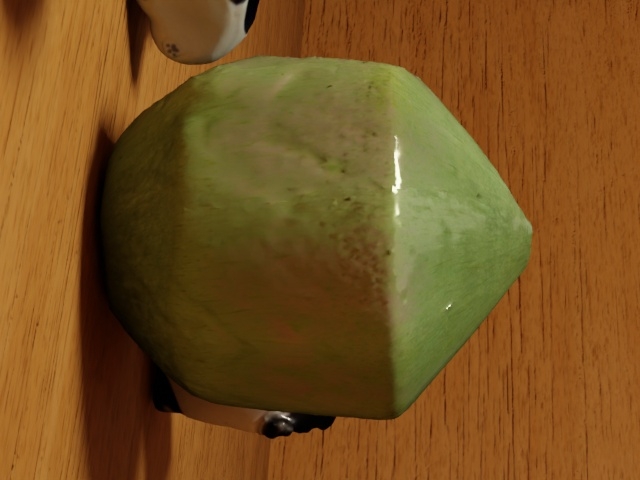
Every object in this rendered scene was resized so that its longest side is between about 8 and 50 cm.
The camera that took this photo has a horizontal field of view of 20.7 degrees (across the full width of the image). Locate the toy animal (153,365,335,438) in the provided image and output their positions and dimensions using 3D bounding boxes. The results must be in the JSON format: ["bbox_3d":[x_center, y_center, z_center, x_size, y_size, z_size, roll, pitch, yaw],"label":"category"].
[{"bbox_3d":[-0.057,0.051,1.588,0.165,0.187,0.235,-22,119,-63],"label":"toy animal"}]

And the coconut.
[{"bbox_3d":[0.000,0.000,1.348,0.328,0.328,0.281,87,7,-54],"label":"coconut"}]

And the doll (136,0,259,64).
[{"bbox_3d":[-0.100,-0.224,1.467,0.180,0.107,0.110,-96,163,-61],"label":"doll"}]
